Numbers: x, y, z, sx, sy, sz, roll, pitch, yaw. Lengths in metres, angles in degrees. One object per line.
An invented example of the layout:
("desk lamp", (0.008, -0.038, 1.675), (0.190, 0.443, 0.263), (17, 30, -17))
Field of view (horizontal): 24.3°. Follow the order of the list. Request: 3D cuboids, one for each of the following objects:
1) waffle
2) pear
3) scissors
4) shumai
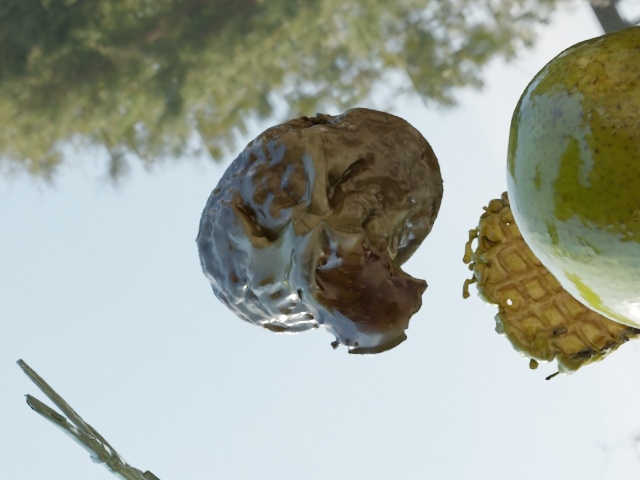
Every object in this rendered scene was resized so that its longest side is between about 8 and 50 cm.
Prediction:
("waffle", (0.298, 0.053, 1.839), (0.262, 0.060, 0.280), (23, -137, -16))
("pear", (0.300, -0.054, 1.280), (0.294, 0.294, 0.294), (49, -156, -32))
("scissors", (-0.144, 0.249, 1.394), (0.383, 0.029, 0.256), (44, -177, -15))
("shumai", (0.000, 0.000, 1.142), (0.161, 0.210, 0.153), (60, -169, -24))
